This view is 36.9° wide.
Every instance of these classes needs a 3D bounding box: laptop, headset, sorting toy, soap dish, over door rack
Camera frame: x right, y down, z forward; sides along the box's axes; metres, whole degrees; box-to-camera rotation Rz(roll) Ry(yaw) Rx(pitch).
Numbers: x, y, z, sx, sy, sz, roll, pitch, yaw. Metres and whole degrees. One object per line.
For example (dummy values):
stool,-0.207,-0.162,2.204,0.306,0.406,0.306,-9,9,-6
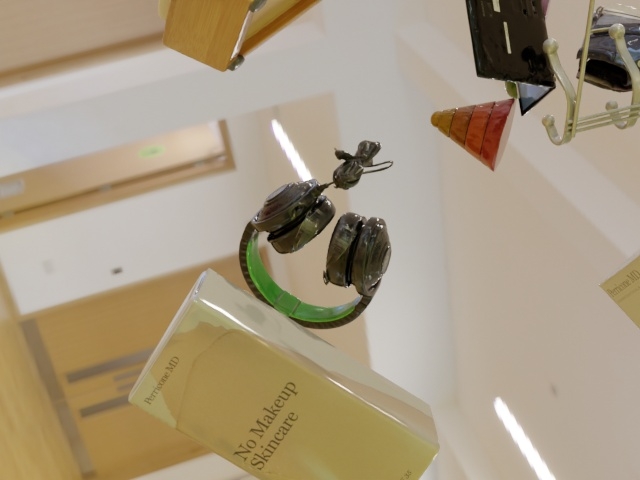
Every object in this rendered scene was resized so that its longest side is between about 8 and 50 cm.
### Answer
laptop,0.244,-0.314,1.362,0.136,0.264,0.234,-16,-100,47
headset,0.000,0.000,1.549,0.394,0.243,0.185,-61,176,37
sorting toy,0.276,-0.284,1.563,0.127,0.126,0.366,78,30,-62
soap dish,-0.043,-0.332,1.098,0.118,0.291,0.229,49,-20,1
over door rack,0.429,-0.290,1.268,0.324,0.239,0.108,93,-25,-47

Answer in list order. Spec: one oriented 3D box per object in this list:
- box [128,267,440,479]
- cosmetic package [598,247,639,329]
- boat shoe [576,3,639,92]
box,-0.038,0.180,1.062,0.311,0.148,0.121,31,12,-7
cosmetic package,0.636,0.137,1.450,0.385,0.156,0.217,47,-17,13
boat shoe,0.625,-0.316,1.719,0.340,0.158,0.127,18,-34,31
